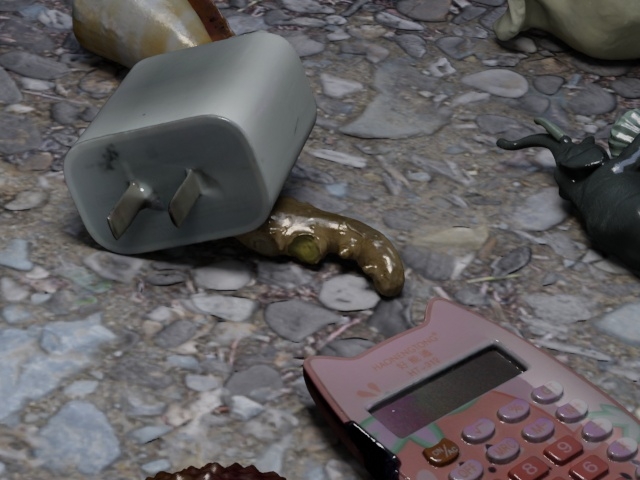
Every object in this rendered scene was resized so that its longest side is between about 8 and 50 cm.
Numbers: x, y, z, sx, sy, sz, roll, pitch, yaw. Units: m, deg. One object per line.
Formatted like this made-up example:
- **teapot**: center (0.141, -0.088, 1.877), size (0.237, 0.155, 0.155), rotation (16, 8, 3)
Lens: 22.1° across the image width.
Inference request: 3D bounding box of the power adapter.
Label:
- **power adapter**: center (-0.123, -0.076, 1.497), size (0.187, 0.124, 0.255), rotation (-11, 27, 20)

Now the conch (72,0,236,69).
- **conch**: center (-0.184, -0.221, 1.783), size (0.255, 0.127, 0.158), rotation (54, 21, 23)

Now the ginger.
- **ginger**: center (0.002, -0.001, 1.508), size (0.173, 0.051, 0.069), rotation (15, 37, 16)

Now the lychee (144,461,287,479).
- **lychee**: center (-0.059, 0.223, 1.018), size (0.188, 0.188, 0.188), rotation (5, 32, -3)

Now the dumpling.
- **dumpling**: center (0.358, -0.322, 1.912), size (0.318, 0.243, 0.187), rotation (-7, 63, -1)

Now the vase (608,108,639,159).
- **vase**: center (0.369, -0.085, 1.689), size (0.081, 0.081, 0.149), rotation (-22, 38, -37)

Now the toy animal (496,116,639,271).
- **toy animal**: center (0.297, -0.064, 1.605), size (0.137, 0.082, 0.269), rotation (-32, 43, -8)

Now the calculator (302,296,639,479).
- **calculator**: center (0.150, 0.168, 1.278), size (0.220, 0.048, 0.330), rotation (-21, 44, -39)
